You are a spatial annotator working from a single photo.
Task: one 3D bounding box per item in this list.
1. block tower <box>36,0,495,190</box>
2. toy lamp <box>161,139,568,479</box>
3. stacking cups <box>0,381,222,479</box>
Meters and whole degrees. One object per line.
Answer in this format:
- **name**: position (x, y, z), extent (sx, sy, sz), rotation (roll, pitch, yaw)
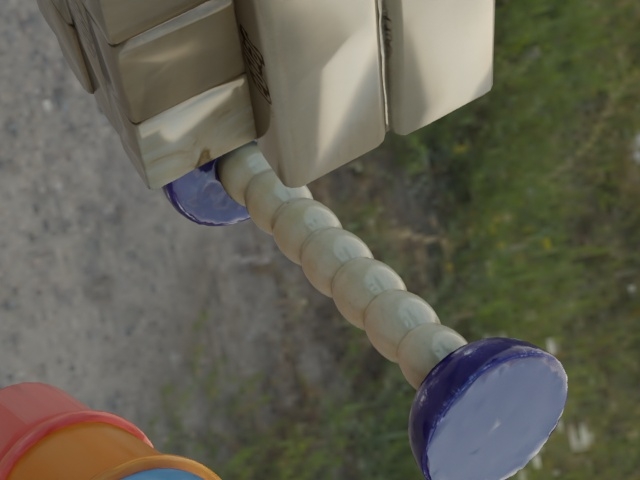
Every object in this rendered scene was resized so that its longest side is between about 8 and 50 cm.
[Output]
- **block tower**: position (-0.080, -0.165, 0.473), extent (0.335, 0.091, 0.097), rotation (56, -14, 28)
- **toy lamp**: position (0.000, 0.000, 0.792), extent (0.275, 0.080, 0.080), rotation (46, 4, 41)
- **stacking cups**: position (-0.050, 0.127, 0.611), extent (0.096, 0.316, 0.096), rotation (-7, 104, -31)
